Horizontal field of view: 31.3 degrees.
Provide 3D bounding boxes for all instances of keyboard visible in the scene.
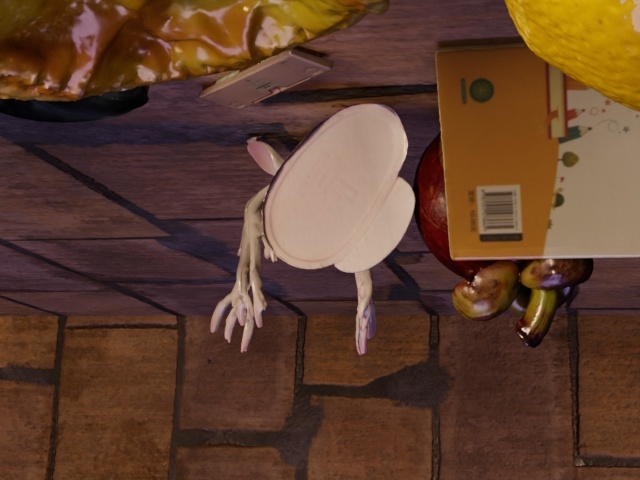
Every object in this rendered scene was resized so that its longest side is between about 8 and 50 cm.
[{"bbox_3d":[-0.055,-0.160,1.123,0.055,0.017,0.166,15,163,-34],"label":"keyboard"}]

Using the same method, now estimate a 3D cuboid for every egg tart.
[{"bbox_3d":[-0.112,-0.181,0.669,0.341,0.132,0.341,-9,172,-1],"label":"egg tart"}]

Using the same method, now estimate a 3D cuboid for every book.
[{"bbox_3d":[0.258,-0.082,1.037,0.295,0.208,0.020,-1,-161,14],"label":"book"}]

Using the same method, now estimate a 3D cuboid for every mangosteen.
[{"bbox_3d":[0.201,-0.017,1.180,0.215,0.257,0.215,2,164,1],"label":"mangosteen"}]

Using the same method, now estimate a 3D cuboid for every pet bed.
[{"bbox_3d":[-0.263,-0.155,1.077,0.201,0.053,0.201,0,169,0],"label":"pet bed"}]

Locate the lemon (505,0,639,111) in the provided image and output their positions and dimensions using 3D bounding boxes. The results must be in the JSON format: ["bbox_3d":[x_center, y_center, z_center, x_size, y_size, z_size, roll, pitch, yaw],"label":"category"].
[{"bbox_3d":[0.184,-0.167,0.582,0.204,0.204,0.260,-4,167,26],"label":"lemon"}]

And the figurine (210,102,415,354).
[{"bbox_3d":[-0.013,-0.005,1.293,0.206,0.284,0.315,4,180,-5],"label":"figurine"}]
